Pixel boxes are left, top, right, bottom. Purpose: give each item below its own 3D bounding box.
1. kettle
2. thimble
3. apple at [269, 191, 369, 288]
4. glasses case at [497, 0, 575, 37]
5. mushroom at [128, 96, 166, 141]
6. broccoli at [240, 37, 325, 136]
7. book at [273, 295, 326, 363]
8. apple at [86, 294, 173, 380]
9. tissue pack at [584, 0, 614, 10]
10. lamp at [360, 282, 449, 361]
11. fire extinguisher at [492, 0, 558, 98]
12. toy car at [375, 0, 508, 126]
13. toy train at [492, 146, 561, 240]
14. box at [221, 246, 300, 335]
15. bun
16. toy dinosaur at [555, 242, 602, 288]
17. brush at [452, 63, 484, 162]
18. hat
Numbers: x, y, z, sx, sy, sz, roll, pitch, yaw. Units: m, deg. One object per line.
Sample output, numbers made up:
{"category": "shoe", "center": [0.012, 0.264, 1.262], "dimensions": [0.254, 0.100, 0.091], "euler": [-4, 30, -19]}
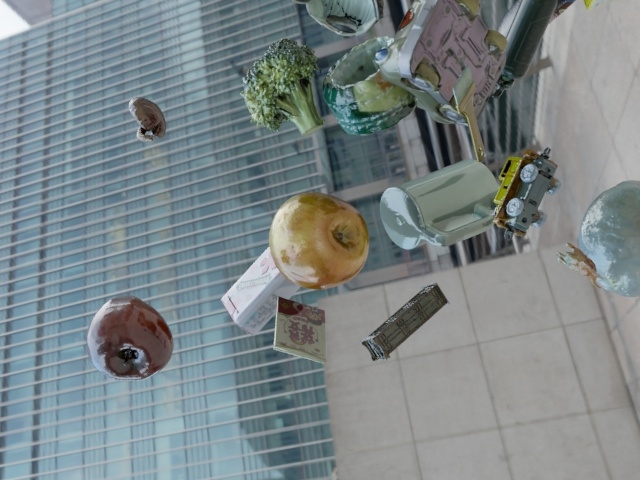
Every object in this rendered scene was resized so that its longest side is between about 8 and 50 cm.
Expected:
{"category": "kettle", "center": [0.377, -0.091, 1.810], "dimensions": [0.265, 0.317, 0.205], "euler": [59, 150, 21]}
{"category": "thimble", "center": [0.149, -0.436, 1.663], "dimensions": [0.167, 0.254, 0.288], "euler": [56, -132, -37]}
{"category": "apple", "center": [0.000, 0.000, 1.651], "dimensions": [0.286, 0.233, 0.286], "euler": [6, -99, -42]}
{"category": "glasses case", "center": [0.641, -0.684, 1.711], "dimensions": [0.082, 0.321, 0.122], "euler": [22, -125, -24]}
{"category": "mushroom", "center": [-0.504, -0.352, 1.751], "dimensions": [0.135, 0.080, 0.171], "euler": [41, -152, -50]}
{"category": "broccoli", "center": [-0.110, -0.426, 1.697], "dimensions": [0.288, 0.235, 0.260], "euler": [-21, -72, -80]}
{"category": "book", "center": [-0.060, 0.265, 1.792], "dimensions": [0.232, 0.162, 0.022], "euler": [-92, 23, -59]}
{"category": "apple", "center": [-0.510, 0.257, 1.585], "dimensions": [0.234, 0.233, 0.234], "euler": [-14, -90, -78]}
{"category": "tissue pack", "center": [0.651, -0.589, 1.327], "dimensions": [0.176, 0.095, 0.062], "euler": [0, -107, -77]}
{"category": "lamp", "center": [0.277, 0.262, 1.928], "dimensions": [0.089, 0.325, 0.090], "euler": [56, 151, -3]}
{"category": "fire extinguisher", "center": [0.559, -0.551, 1.657], "dimensions": [0.114, 0.095, 0.311], "euler": [-40, -28, -55]}
{"category": "toy car", "center": [0.272, -0.444, 1.424], "dimensions": [0.336, 0.226, 0.242], "euler": [25, -89, -45]}
{"category": "toy train", "center": [0.447, -0.106, 1.326], "dimensions": [0.219, 0.089, 0.127], "euler": [-67, 23, 4]}
{"category": "box", "center": [-0.153, 0.124, 1.985], "dimensions": [0.112, 0.370, 0.190], "euler": [44, -179, -39]}
{"category": "bun", "center": [0.941, -0.007, 1.754], "dimensions": [0.211, 0.361, 0.362], "euler": [-2, 105, 63]}
{"category": "toy dinosaur", "center": [0.690, 0.068, 1.534], "dimensions": [0.212, 0.057, 0.142], "euler": [31, -173, -11]}
{"category": "brush", "center": [0.312, -0.249, 1.229], "dimensions": [0.083, 0.010, 0.218], "euler": [-55, -43, -28]}
{"category": "hat", "center": [0.056, -0.609, 1.422], "dimensions": [0.275, 0.231, 0.161], "euler": [26, -103, -76]}
